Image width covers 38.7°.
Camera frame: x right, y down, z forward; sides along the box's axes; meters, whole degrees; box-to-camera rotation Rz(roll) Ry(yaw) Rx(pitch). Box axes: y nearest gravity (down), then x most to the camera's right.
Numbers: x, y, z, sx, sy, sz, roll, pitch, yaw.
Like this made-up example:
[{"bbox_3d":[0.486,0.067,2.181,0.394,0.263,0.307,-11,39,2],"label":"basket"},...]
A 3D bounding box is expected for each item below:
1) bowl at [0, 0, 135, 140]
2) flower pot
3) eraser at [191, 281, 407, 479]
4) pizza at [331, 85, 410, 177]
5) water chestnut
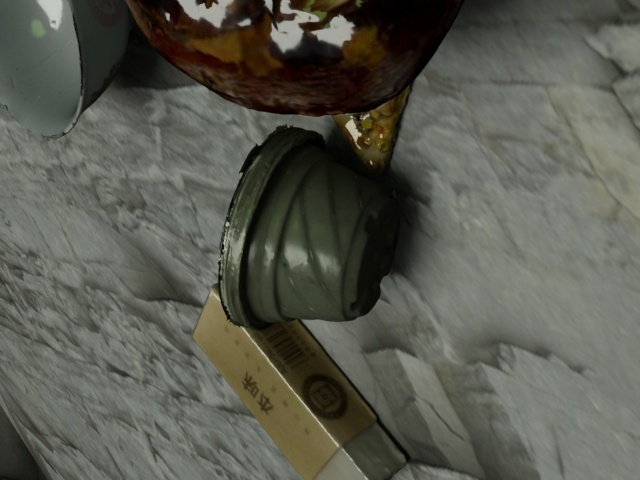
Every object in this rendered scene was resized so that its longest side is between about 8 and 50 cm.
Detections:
[{"bbox_3d":[-0.348,-0.322,1.211,0.346,0.157,0.345,28,131,37],"label":"bowl"},{"bbox_3d":[0.000,0.000,0.975,0.141,0.235,0.235,14,126,17],"label":"flower pot"},{"bbox_3d":[-0.037,0.206,1.234,0.343,0.078,0.144,49,143,18],"label":"eraser"},{"bbox_3d":[0.032,-0.149,0.962,0.185,0.036,0.176,23,129,42],"label":"pizza"},{"bbox_3d":[-0.022,-0.262,0.679,0.336,0.347,0.334,0,90,20],"label":"water chestnut"}]
